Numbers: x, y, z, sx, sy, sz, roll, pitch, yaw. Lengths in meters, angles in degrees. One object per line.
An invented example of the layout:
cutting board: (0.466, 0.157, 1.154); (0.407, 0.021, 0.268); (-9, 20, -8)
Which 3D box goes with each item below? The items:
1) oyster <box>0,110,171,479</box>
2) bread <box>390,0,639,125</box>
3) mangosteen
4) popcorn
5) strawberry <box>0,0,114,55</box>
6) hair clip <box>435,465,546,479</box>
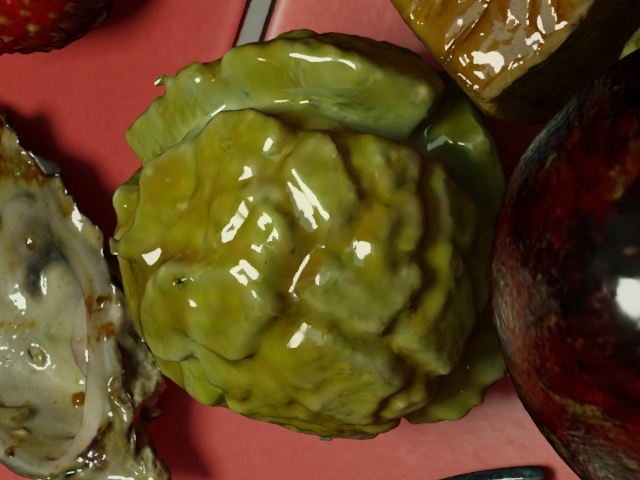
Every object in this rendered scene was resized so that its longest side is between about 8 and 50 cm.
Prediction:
oyster: (-0.219, 0.046, 1.222); (0.361, 0.096, 0.221); (35, 103, 22)
bread: (0.130, -0.169, 0.985); (0.149, 0.158, 0.143); (-44, 74, 28)
mangosteen: (0.248, 0.009, 0.889); (0.306, 0.359, 0.306); (1, 115, 1)
popcorn: (-0.010, -0.002, 1.023); (0.282, 0.247, 0.282); (-8, 77, 34)
strawberry: (-0.281, -0.250, 1.161); (0.288, 0.238, 0.250); (45, 116, 9)
hair clip: (0.039, 0.215, 1.117); (0.275, 0.048, 0.083); (-34, 73, 25)
